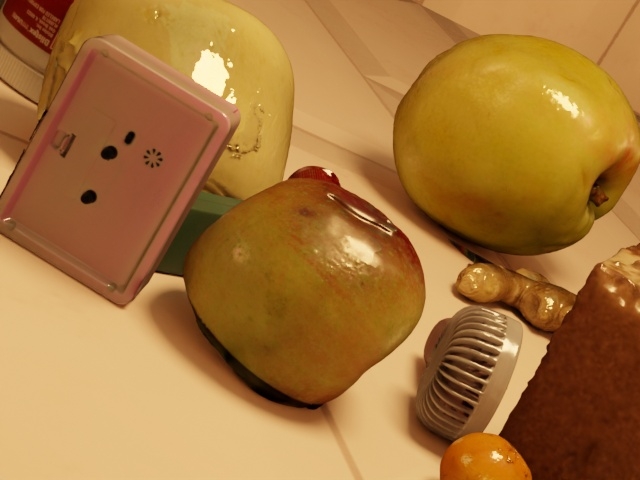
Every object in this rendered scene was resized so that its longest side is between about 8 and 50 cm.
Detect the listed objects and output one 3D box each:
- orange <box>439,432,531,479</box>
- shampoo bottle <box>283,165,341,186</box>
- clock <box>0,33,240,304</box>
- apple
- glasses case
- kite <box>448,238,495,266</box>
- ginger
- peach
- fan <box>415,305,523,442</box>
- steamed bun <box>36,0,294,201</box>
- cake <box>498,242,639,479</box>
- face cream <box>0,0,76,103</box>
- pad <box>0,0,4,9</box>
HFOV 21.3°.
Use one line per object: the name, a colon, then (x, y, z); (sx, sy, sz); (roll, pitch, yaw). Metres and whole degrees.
orange: (0.144, 0.206, 1.494); (0.083, 0.070, 0.083); (33, 16, -11)
shampoo bottle: (0.000, 0.000, 1.832); (0.118, 0.076, 0.314); (25, 17, -11)
clock: (-0.179, -0.065, 1.493); (0.150, 0.197, 0.063); (31, 15, 2)
apple: (-0.015, 0.039, 1.521); (0.207, 0.174, 0.188); (-42, 92, -29)
glasses case: (-0.116, -0.005, 1.639); (0.184, 0.078, 0.039); (12, 27, -48)
kite: (0.215, 0.034, 2.234); (0.122, 0.004, 0.090); (42, 20, 33)
ginger: (0.258, 0.072, 2.103); (0.214, 0.059, 0.133); (14, 19, -48)
peach: (0.254, -0.124, 2.273); (0.315, 0.314, 0.281); (32, 51, 9)
fan: (0.140, 0.120, 1.669); (0.074, 0.130, 0.244); (24, 6, -4)
steamed bun: (-0.140, -0.137, 1.716); (0.273, 0.166, 0.232); (23, 48, -15)
cake: (0.347, 0.164, 1.604); (0.255, 0.282, 0.290); (34, 18, 22)
face cream: (-0.253, -0.250, 1.922); (0.201, 0.187, 0.201); (28, 17, -9)
pad: (-0.512, -0.360, 2.017); (0.375, 0.063, 0.315); (32, 17, 4)
